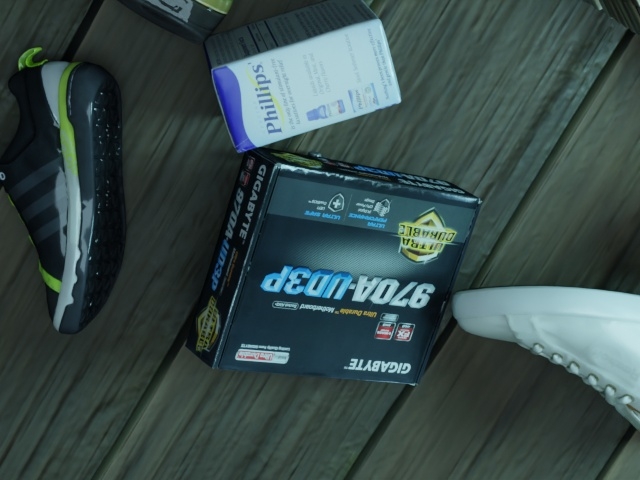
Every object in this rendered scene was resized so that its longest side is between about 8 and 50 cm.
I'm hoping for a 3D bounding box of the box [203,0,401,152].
[{"bbox_3d":[-0.017,-0.135,1.325,0.137,0.126,0.072,-17,108,-2],"label":"box"}]

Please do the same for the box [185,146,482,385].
[{"bbox_3d":[0.013,0.025,1.366,0.220,0.051,0.175,9,105,-38],"label":"box"}]

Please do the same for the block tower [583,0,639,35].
[{"bbox_3d":[0.223,-0.225,1.219,0.097,0.335,0.091,-30,107,2],"label":"block tower"}]

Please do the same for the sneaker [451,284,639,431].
[{"bbox_3d":[0.247,0.105,1.384,0.290,0.106,0.123,9,87,7],"label":"sneaker"}]

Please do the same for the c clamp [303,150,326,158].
[{"bbox_3d":[0.000,0.000,1.422,0.137,0.022,0.160,1,106,-14],"label":"c clamp"}]

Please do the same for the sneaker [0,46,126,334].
[{"bbox_3d":[-0.217,-0.041,1.366,0.097,0.084,0.234,8,105,16],"label":"sneaker"}]

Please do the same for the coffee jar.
[{"bbox_3d":[-0.087,-0.251,1.308,0.096,0.079,0.184,27,101,-13],"label":"coffee jar"}]
